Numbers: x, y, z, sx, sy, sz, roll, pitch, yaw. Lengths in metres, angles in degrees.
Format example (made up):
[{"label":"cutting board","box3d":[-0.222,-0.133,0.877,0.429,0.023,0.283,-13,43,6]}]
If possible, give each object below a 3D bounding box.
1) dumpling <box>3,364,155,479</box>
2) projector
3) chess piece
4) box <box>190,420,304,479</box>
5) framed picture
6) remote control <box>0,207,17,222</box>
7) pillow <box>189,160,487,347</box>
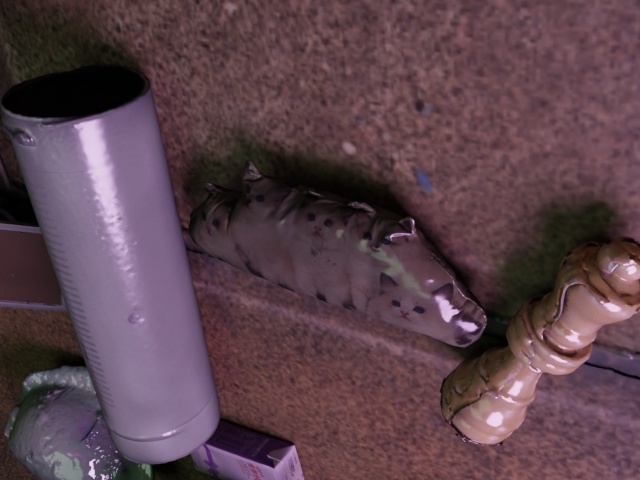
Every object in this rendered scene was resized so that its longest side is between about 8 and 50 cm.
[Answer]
[{"label":"dumpling","box3d":[-0.259,0.226,0.848,0.216,0.105,0.149,38,136,11]},{"label":"projector","box3d":[-0.160,0.033,0.628,0.108,0.108,0.338,16,128,29]},{"label":"chess piece","box3d":[0.133,0.059,0.454,0.060,0.060,0.172,37,135,10]},{"label":"box","box3d":[-0.075,0.210,0.742,0.117,0.036,0.051,7,125,34]},{"label":"framed picture","box3d":[-0.335,0.021,0.745,0.183,0.011,0.142,6,141,-13]},{"label":"remote control","box3d":[-0.375,0.014,0.831,0.222,0.042,0.072,-14,114,43]},{"label":"pillow","box3d":[0.001,0.000,0.518,0.241,0.051,0.093,20,136,27]}]
